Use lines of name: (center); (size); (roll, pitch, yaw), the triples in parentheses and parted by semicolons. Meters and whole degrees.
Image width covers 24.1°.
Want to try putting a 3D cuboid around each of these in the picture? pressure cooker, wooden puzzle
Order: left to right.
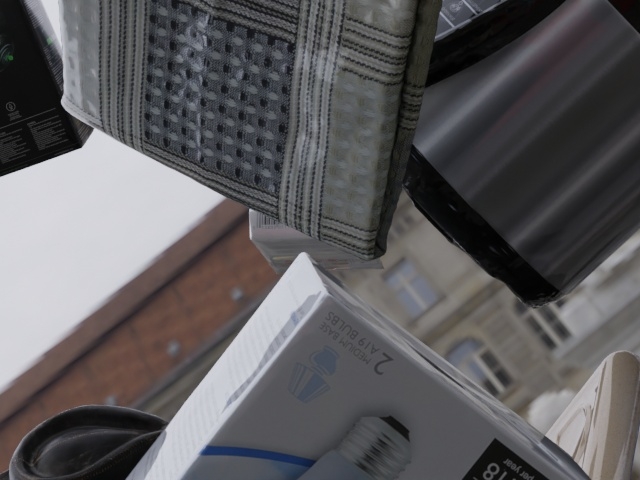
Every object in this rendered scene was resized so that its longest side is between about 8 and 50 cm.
wooden puzzle: (0.265, 0.333, 1.671); (0.348, 0.080, 0.322); (121, 171, -52)
pressure cooker: (0.265, -0.185, 1.627); (0.420, 0.370, 0.375); (-42, -6, 9)

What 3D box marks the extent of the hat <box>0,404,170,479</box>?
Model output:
hat: (-0.236, 0.257, 1.632); (0.331, 0.331, 0.134); (-23, -58, -42)

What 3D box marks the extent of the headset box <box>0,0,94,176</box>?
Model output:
headset box: (-0.491, -0.232, 2.116); (0.246, 0.283, 0.131); (-20, 16, 6)

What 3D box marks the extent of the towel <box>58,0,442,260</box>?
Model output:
towel: (-0.065, -0.162, 1.082); (0.056, 0.312, 0.324); (-41, -30, -43)

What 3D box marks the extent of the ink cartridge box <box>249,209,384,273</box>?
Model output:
ink cartridge box: (0.000, 0.000, 2.275); (0.181, 0.056, 0.225); (-2, -12, 8)

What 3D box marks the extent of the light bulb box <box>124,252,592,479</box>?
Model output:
light bulb box: (0.019, 0.269, 1.391); (0.361, 0.358, 0.225); (-52, 9, 4)
